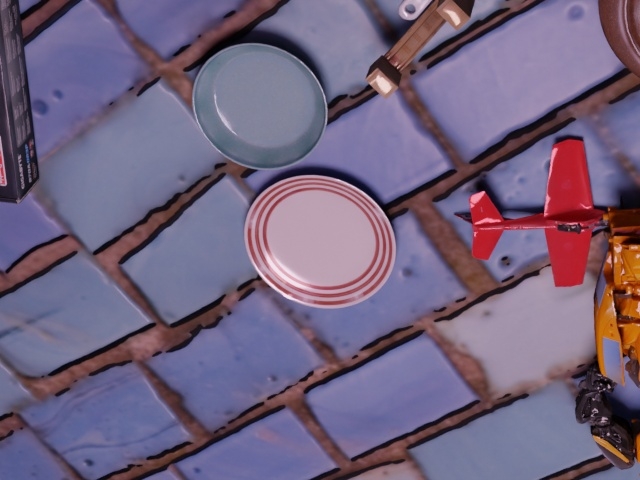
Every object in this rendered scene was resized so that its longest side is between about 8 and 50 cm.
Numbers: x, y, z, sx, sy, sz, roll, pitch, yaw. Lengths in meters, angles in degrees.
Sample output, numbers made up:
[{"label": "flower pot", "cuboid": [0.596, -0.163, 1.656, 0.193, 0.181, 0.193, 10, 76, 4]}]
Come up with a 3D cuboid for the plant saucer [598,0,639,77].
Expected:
[{"label": "plant saucer", "cuboid": [0.298, -0.182, 0.922, 0.169, 0.029, 0.168, 5, 121, 9]}]

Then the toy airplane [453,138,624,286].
[{"label": "toy airplane", "cuboid": [0.189, -0.018, 1.045, 0.151, 0.028, 0.151, 6, 123, 9]}]

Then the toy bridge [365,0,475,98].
[{"label": "toy bridge", "cuboid": [0.106, -0.185, 0.942, 0.026, 0.063, 0.188, 42, 119, -13]}]

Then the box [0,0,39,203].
[{"label": "box", "cuboid": [-0.351, -0.147, 1.077, 0.175, 0.051, 0.220, 7, 121, 9]}]

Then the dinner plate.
[{"label": "dinner plate", "cuboid": [0.000, 0.000, 1.106, 0.141, 0.017, 0.141, 5, 121, 9]}]

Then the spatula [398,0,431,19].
[{"label": "spatula", "cuboid": [0.084, -0.271, 0.858, 0.168, 0.019, 0.242, 35, 128, -11]}]

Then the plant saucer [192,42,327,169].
[{"label": "plant saucer", "cuboid": [-0.051, -0.118, 1.044, 0.119, 0.021, 0.119, 6, 122, 10]}]

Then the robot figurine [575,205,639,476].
[{"label": "robot figurine", "cuboid": [0.325, 0.102, 1.050, 0.211, 0.085, 0.291, -6, 120, 9]}]
